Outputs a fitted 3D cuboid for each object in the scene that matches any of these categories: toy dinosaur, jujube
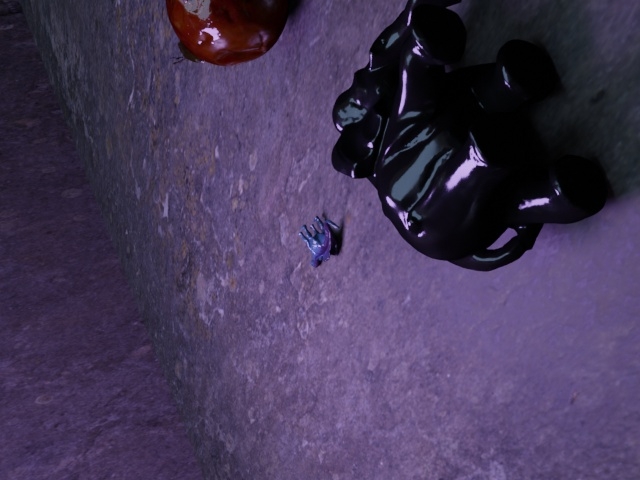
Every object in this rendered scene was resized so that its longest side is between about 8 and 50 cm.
[{"bbox_3d":[0.000,0.000,1.445,0.080,0.045,0.197,54,157,12],"label":"toy dinosaur"},{"bbox_3d":[-0.168,-0.455,1.348,0.223,0.223,0.317,-33,70,63],"label":"jujube"}]

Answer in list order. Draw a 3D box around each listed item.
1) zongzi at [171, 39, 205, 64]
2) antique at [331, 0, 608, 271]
[{"bbox_3d":[-0.220,-0.481,1.574,0.248,0.111,0.240,178,96,-69],"label":"zongzi"},{"bbox_3d":[0.145,-0.116,0.939,0.322,0.185,0.255,66,152,8],"label":"antique"}]
